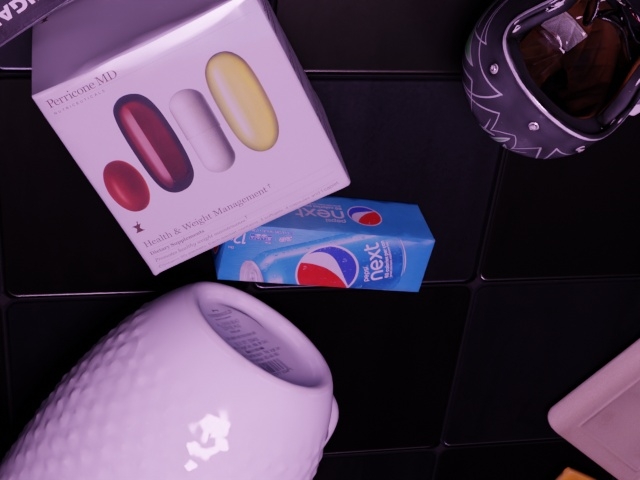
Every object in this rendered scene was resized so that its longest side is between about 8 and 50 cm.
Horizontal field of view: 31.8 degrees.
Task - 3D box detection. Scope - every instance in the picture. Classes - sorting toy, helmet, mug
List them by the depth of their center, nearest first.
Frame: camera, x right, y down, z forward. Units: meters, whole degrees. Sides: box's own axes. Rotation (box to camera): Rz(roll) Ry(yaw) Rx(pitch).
[{"bbox_3d":[0.204,-0.154,0.994,0.169,0.169,0.161,36,102,-31],"label":"helmet"},{"bbox_3d":[-0.121,0.222,1.149,0.328,0.276,0.374,-54,149,15],"label":"mug"},{"bbox_3d":[0.394,0.205,1.370,0.348,0.047,0.196,-42,119,16],"label":"sorting toy"}]

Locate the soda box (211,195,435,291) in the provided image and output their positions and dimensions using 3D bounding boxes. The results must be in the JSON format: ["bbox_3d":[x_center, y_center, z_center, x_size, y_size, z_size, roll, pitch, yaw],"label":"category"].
[{"bbox_3d":[0.000,0.000,1.116,0.210,0.071,0.067,4,123,-16],"label":"soda box"}]

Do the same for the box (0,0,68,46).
[{"bbox_3d":[-0.383,-0.224,0.840,0.295,0.073,0.293,-29,136,9],"label":"box"}]

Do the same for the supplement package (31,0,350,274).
[{"bbox_3d":[-0.111,-0.119,0.959,0.194,0.149,0.203,-26,127,5],"label":"supplement package"}]

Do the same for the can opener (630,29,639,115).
[{"bbox_3d":[0.400,-0.201,1.064,0.280,0.093,0.074,-31,125,3],"label":"can opener"}]
